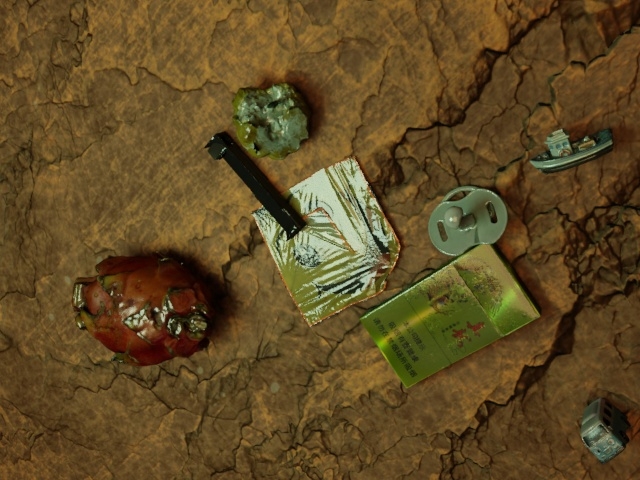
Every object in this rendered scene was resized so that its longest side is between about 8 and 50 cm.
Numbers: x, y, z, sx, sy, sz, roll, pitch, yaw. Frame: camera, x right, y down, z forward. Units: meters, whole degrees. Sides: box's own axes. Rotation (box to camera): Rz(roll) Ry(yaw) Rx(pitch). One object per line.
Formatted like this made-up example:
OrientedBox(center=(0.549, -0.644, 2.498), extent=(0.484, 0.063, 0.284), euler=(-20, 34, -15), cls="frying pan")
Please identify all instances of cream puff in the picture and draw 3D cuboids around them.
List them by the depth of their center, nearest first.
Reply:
OrientedBox(center=(-0.098, -0.233, 1.387), extent=(0.156, 0.156, 0.121), euler=(13, 152, 18), cls="cream puff")

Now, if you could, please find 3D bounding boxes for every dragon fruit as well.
OrientedBox(center=(-0.373, 0.148, 1.545), extent=(0.314, 0.250, 0.251), euler=(-13, 100, 10), cls="dragon fruit")

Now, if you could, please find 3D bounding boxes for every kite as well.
OrientedBox(center=(-0.001, 0.001, 1.465), extent=(0.327, 0.013, 0.378), euler=(23, 112, 15), cls="kite")

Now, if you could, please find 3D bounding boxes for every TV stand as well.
OrientedBox(center=(-0.133, -0.110, 1.468), extent=(0.049, 0.040, 0.256), euler=(-43, 86, 26), cls="TV stand")

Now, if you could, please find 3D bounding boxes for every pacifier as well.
OrientedBox(center=(0.255, -0.043, 1.298), extent=(0.150, 0.116, 0.127), euler=(-15, 74, 28), cls="pacifier")

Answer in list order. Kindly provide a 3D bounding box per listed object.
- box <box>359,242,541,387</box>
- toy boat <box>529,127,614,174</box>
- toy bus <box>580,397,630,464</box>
OrientedBox(center=(0.243, 0.143, 1.393), extent=(0.311, 0.043, 0.173), euler=(-34, 90, 26), cls="box")
OrientedBox(center=(0.422, -0.159, 1.223), extent=(0.140, 0.059, 0.066), euler=(-21, 108, 27), cls="toy boat")
OrientedBox(center=(0.508, 0.338, 1.301), extent=(0.075, 0.123, 0.060), euler=(45, 116, 8), cls="toy bus")
